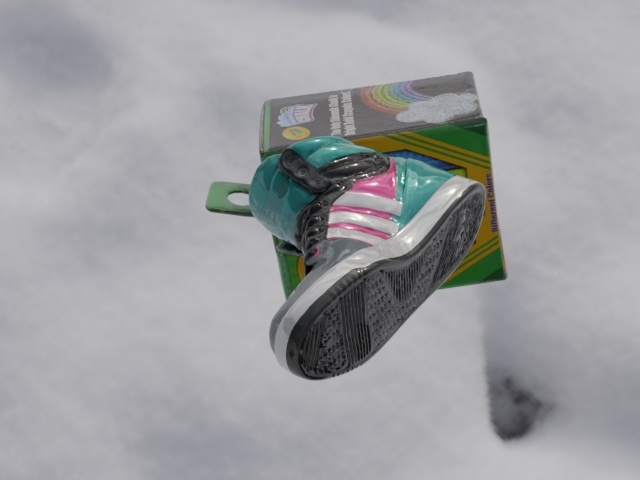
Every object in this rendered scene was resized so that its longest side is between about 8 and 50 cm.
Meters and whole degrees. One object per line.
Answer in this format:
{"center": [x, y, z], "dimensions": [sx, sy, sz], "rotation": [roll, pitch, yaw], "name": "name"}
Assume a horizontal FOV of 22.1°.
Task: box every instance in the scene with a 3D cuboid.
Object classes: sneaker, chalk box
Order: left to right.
{"center": [0.000, 0.000, 1.423], "dimensions": [0.178, 0.124, 0.295], "rotation": [23, 37, 25], "name": "sneaker"}
{"center": [0.030, -0.048, 1.670], "dimensions": [0.289, 0.179, 0.180], "rotation": [-8, 21, 4], "name": "chalk box"}
